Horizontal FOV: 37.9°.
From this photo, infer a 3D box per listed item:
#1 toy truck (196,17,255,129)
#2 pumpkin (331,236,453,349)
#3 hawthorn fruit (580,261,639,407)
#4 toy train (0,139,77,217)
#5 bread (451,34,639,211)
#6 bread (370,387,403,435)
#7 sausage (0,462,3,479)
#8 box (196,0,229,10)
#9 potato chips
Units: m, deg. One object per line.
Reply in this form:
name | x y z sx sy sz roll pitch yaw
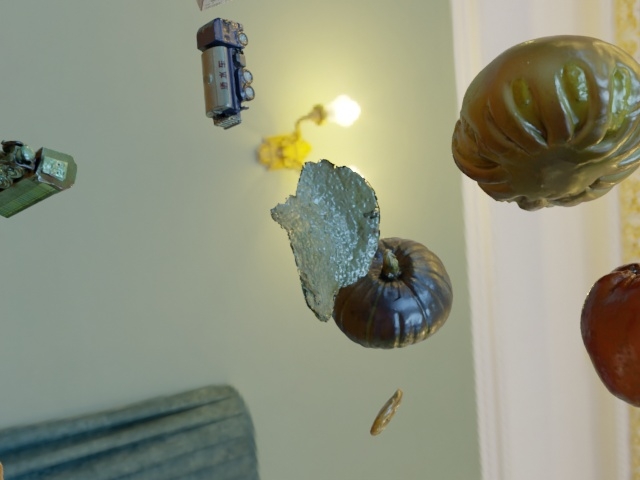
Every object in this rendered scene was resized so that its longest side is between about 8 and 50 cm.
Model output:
toy truck | -0.180 -0.305 1.711 0.074 0.088 0.202 -17 -107 40
pumpkin | 0.134 0.097 1.819 0.250 0.249 0.216 52 -20 38
hawthorn fruit | 0.304 0.088 0.848 0.132 0.132 0.138 8 -72 58
toy train | -0.294 -0.057 0.891 0.148 0.071 0.038 -15 -120 48
bread | 0.233 -0.104 0.924 0.213 0.213 0.105 124 -22 -51
bread | 0.134 0.347 1.884 0.024 0.110 0.110 34 -47 16
sausage | -0.518 0.284 1.189 0.098 0.238 0.098 -18 -121 33
box | -0.189 -0.476 1.739 0.125 0.089 0.043 173 -106 -79
potato chips | 0.005 -0.001 1.285 0.167 0.228 0.059 41 -34 -14
